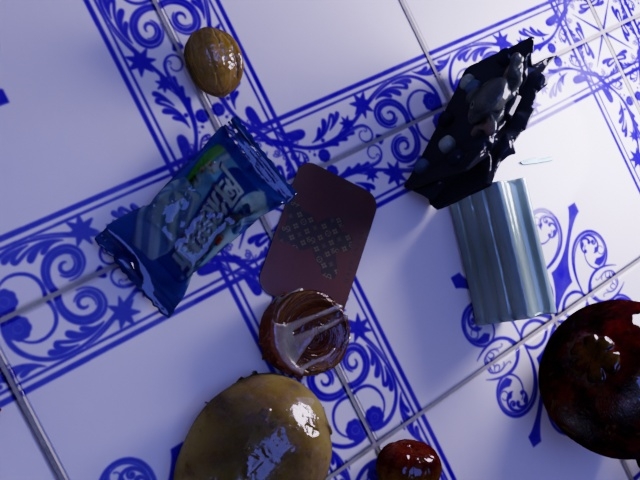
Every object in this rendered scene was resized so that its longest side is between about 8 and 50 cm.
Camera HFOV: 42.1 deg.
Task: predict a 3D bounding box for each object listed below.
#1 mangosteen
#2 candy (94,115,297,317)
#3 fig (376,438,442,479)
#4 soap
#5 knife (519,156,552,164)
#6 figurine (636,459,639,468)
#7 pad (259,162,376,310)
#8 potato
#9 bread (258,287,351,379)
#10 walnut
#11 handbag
[{"bbox_3d":[0.598,0.277,1.624,0.359,0.306,0.306,29,67,-43],"label":"mangosteen"},{"bbox_3d":[-0.201,-0.044,1.408,0.331,0.077,0.187,-44,98,-23],"label":"candy"},{"bbox_3d":[0.156,0.423,1.497,0.119,0.153,0.119,2,43,-2],"label":"fig"},{"bbox_3d":[0.352,0.025,1.615,0.087,0.160,0.265,-9,84,-27],"label":"soap"},{"bbox_3d":[0.466,-0.173,1.794,0.091,0.005,0.014,-11,87,-27],"label":"knife"},{"bbox_3d":[0.784,0.399,1.747,0.370,0.167,0.281,-30,119,-42],"label":"figurine"},{"bbox_3d":[0.000,0.000,1.537,0.181,0.004,0.267,25,70,-20],"label":"pad"},{"bbox_3d":[-0.096,0.336,1.323,0.239,0.116,0.299,36,63,7],"label":"potato"},{"bbox_3d":[-0.031,0.161,1.451,0.160,0.073,0.161,2,86,-28],"label":"bread"},{"bbox_3d":[-0.186,-0.311,1.453,0.105,0.105,0.124,-16,99,-27],"label":"walnut"},{"bbox_3d":[0.305,-0.229,1.578,0.118,0.269,0.326,34,68,-15],"label":"handbag"}]
